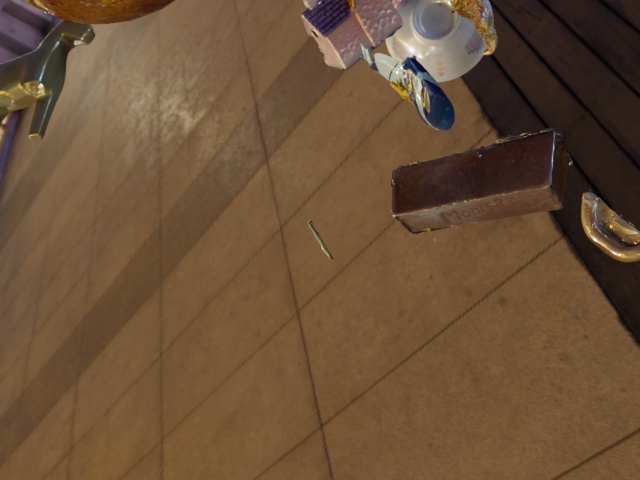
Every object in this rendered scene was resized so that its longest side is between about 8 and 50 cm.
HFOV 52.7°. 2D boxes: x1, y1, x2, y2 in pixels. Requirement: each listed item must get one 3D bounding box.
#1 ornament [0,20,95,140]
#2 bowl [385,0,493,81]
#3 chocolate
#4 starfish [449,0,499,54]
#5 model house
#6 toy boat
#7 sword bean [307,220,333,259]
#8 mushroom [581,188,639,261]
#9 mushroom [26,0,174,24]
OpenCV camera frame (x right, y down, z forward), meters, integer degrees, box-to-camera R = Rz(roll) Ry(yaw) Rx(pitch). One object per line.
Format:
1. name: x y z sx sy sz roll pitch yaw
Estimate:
1. ornament: -0.457 -0.257 1.023 0.230 0.061 0.244 -10 60 26
2. bowl: 0.355 -0.665 1.969 0.345 0.346 0.157 -55 -6 14
3. chocolate: 0.281 -0.094 1.148 0.321 0.112 0.111 -11 54 33
4. starfish: 0.296 -0.554 1.374 0.084 0.301 0.293 -20 89 24
5. model house: 0.064 -0.661 1.868 0.237 0.237 0.202 -38 32 0
6. toy boat: 0.183 -0.361 1.435 0.067 0.220 0.291 -40 53 2
7. sword bean: 0.000 0.000 1.191 0.012 0.083 0.012 -31 7 4
8. mushroom: 0.681 -0.022 1.513 0.094 0.072 0.209 -46 59 8
9. mushroom: -0.255 -0.402 0.779 0.267 0.267 0.254 -22 26 46
